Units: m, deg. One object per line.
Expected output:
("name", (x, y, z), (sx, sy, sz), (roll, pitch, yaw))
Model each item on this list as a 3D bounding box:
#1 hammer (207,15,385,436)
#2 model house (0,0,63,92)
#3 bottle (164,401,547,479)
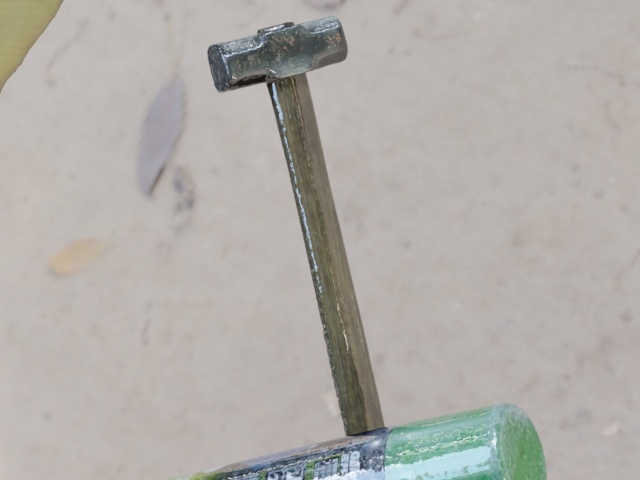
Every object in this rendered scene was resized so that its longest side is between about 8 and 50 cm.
("hammer", (0.000, 0.000, 1.399), (0.043, 0.111, 0.365), (3, 108, 67))
("model house", (-0.217, -0.174, 0.515), (0.266, 0.261, 0.321), (57, 134, 17))
("bottle", (0.016, 0.205, 1.340), (0.330, 0.093, 0.093), (-17, 58, 29))
